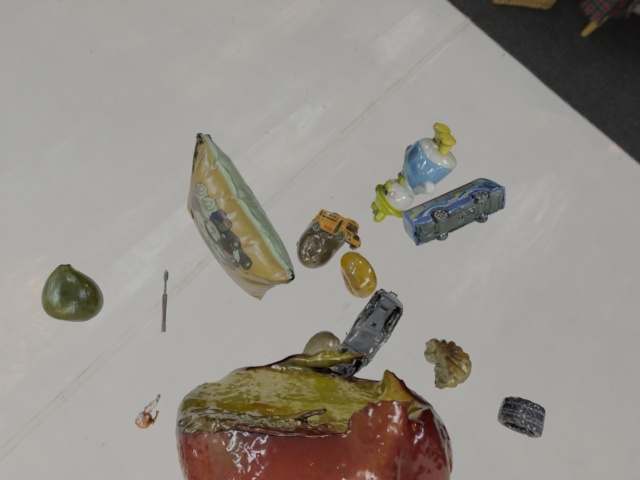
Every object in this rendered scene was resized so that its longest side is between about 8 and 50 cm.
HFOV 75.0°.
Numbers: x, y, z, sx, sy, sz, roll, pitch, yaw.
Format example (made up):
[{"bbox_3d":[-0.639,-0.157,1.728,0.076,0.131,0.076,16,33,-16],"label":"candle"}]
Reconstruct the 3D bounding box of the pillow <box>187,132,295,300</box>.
[{"bbox_3d":[-0.173,-0.022,0.841,0.119,0.312,0.309,-35,91,-21],"label":"pillow"}]

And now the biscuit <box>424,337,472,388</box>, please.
[{"bbox_3d":[0.351,0.323,1.147,0.118,0.183,0.061,-10,111,2],"label":"biscuit"}]

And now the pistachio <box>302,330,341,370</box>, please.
[{"bbox_3d":[-0.001,0.401,1.344,0.136,0.135,0.225,23,64,-2],"label":"pistachio"}]

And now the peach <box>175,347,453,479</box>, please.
[{"bbox_3d":[-0.021,0.334,0.654,0.417,0.339,0.352,35,85,4],"label":"peach"}]

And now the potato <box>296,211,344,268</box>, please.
[{"bbox_3d":[0.000,0.000,1.541,0.165,0.165,0.262,39,54,3],"label":"potato"}]

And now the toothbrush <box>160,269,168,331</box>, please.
[{"bbox_3d":[-0.476,0.185,1.275,0.014,0.017,0.194,1,98,-36],"label":"toothbrush"}]

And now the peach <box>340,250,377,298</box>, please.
[{"bbox_3d":[0.131,0.120,1.472,0.103,0.179,0.179,-26,81,-10],"label":"peach"}]

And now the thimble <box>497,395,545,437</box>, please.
[{"bbox_3d":[0.454,0.396,0.945,0.095,0.104,0.066,10,61,33],"label":"thimble"}]

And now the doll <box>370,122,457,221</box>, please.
[{"bbox_3d":[0.191,-0.128,0.872,0.099,0.241,0.135,-3,55,-49],"label":"doll"}]

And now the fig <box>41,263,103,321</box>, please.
[{"bbox_3d":[-0.923,0.195,1.562,0.203,0.203,0.224,-4,97,-10],"label":"fig"}]

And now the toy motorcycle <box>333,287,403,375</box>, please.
[{"bbox_3d":[0.110,0.234,1.027,0.091,0.157,0.263,35,74,5],"label":"toy motorcycle"}]

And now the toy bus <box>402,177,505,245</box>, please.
[{"bbox_3d":[0.201,-0.046,0.634,0.153,0.051,0.061,-24,40,-7],"label":"toy bus"}]

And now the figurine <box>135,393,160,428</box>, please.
[{"bbox_3d":[-0.442,0.447,1.084,0.047,0.064,0.109,31,109,-10],"label":"figurine"}]

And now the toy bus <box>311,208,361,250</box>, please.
[{"bbox_3d":[0.052,-0.033,1.166,0.070,0.162,0.074,29,88,-42],"label":"toy bus"}]
